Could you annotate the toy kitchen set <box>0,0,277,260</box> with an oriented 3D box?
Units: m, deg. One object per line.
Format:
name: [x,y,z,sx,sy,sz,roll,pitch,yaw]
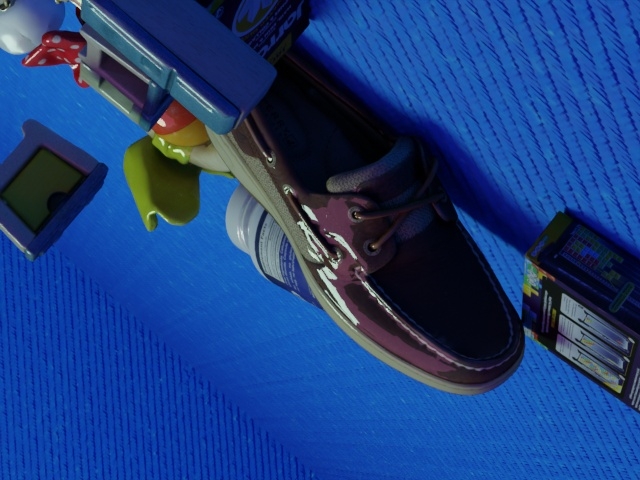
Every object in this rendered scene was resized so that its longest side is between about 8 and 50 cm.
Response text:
toy kitchen set: [-0.137,-0.064,1.015,0.122,0.166,0.207,39,167,-1]

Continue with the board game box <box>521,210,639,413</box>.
board game box: [0.219,0.063,1.160,0.141,0.048,0.170,34,166,17]

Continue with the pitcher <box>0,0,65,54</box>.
pitcher: [-0.341,-0.283,1.472,0.178,0.125,0.207,52,-178,17]

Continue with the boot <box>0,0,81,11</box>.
boot: [-0.253,-0.211,1.316,0.213,0.165,0.077,46,-154,-6]

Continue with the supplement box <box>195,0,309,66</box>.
supplement box: [-0.069,-0.174,1.064,0.081,0.104,0.188,37,167,11]

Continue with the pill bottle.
pill bottle: [0.000,0.000,1.424,0.186,0.112,0.112,27,161,47]

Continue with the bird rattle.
bird rattle: [-0.143,-0.141,1.448,0.207,0.143,0.253,7,133,47]

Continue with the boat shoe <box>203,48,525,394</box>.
boat shoe: [0.036,-0.029,1.208,0.342,0.123,0.123,51,159,13]
